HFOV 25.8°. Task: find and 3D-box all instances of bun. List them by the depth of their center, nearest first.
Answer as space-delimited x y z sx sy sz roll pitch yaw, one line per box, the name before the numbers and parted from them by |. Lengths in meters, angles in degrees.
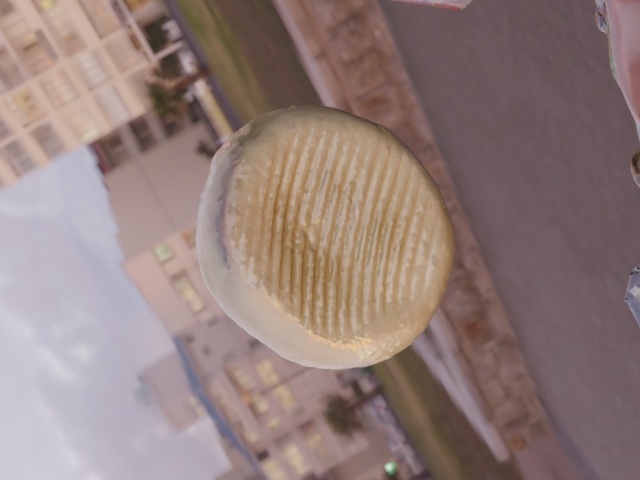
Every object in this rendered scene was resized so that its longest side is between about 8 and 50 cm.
bun | 0.000 0.000 1.147 0.222 0.222 0.127 60 168 6

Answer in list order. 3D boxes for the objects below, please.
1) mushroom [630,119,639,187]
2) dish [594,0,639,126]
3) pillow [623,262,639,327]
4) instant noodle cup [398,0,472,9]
mushroom | 0.295 -0.147 1.154 0.116 0.093 0.225 -90 -9 -79
dish | 0.216 -0.171 0.780 0.213 0.090 0.213 172 90 -86
pillow | 0.406 0.151 1.342 0.092 0.161 0.335 -2 -106 -84
instant noodle cup | 0.085 -0.393 1.683 0.243 0.231 0.243 -169 90 -76
